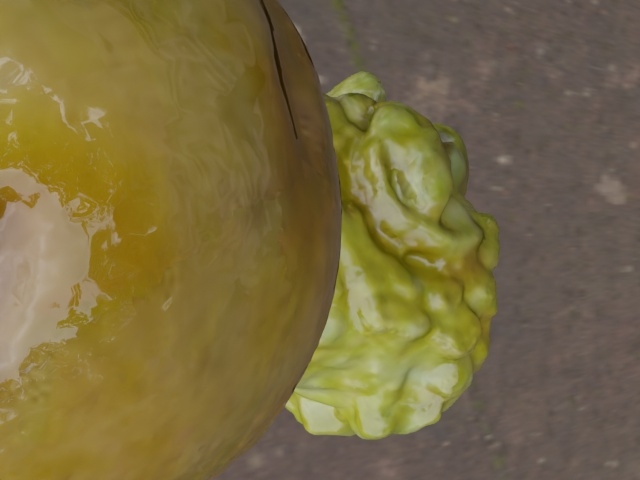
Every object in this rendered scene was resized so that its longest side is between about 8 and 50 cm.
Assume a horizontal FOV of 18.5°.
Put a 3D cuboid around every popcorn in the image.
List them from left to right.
[{"bbox_3d":[0.000,0.000,1.376,0.235,0.250,0.242,-43,43,22],"label":"popcorn"}]

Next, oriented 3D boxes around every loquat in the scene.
[{"bbox_3d":[-0.106,-0.011,0.543,0.213,0.213,0.213,0,91,24],"label":"loquat"}]
